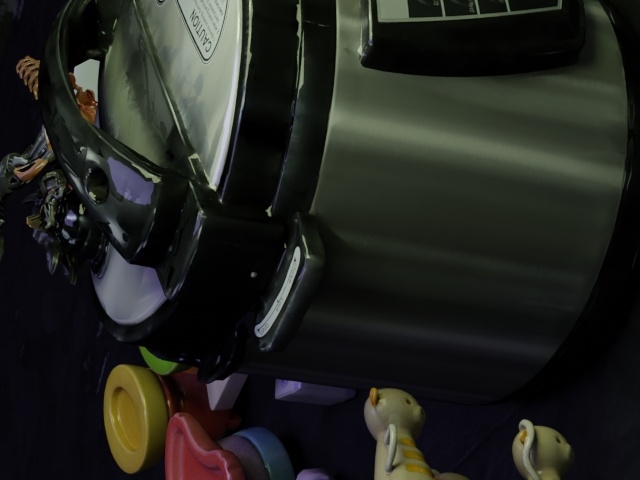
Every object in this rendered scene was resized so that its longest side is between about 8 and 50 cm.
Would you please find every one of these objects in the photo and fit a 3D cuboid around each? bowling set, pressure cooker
[{"bbox_3d":[0.162,0.205,1.121,0.287,0.200,0.154,64,-167,-44],"label":"bowling set"},{"bbox_3d":[-0.006,-0.067,1.232,0.370,0.420,0.375,165,113,-65],"label":"pressure cooker"}]

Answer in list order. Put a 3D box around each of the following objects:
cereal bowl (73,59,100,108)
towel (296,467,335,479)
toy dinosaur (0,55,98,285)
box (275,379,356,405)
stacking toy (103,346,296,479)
[{"bbox_3d":[-0.140,-0.150,1.776,0.339,0.141,0.339,-10,78,56],"label":"cereal bowl"},{"bbox_3d":[0.018,0.403,1.453,0.332,0.053,0.317,30,109,64],"label":"towel"},{"bbox_3d":[-0.259,-0.071,1.734,0.218,0.164,0.322,-47,30,24],"label":"toy dinosaur"},{"bbox_3d":[0.000,0.000,1.626,0.063,0.067,0.324,150,127,-60],"label":"box"},{"bbox_3d":[-0.102,0.166,1.714,0.309,0.130,0.279,44,130,49],"label":"stacking toy"}]
